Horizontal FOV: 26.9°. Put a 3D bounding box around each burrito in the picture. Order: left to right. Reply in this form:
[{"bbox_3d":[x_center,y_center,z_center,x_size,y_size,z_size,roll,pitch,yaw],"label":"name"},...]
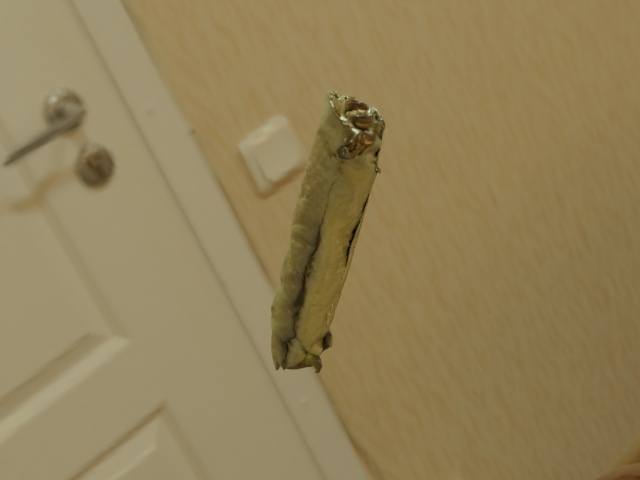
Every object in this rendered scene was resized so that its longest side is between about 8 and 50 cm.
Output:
[{"bbox_3d":[0.000,0.000,0.818,0.045,0.186,0.041,-10,35,-43],"label":"burrito"}]

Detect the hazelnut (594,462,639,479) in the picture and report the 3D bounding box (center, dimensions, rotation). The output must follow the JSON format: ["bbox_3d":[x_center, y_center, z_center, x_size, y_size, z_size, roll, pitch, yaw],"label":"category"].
[{"bbox_3d":[0.113,0.158,0.408,0.208,0.208,0.208,-21,25,10],"label":"hazelnut"}]
